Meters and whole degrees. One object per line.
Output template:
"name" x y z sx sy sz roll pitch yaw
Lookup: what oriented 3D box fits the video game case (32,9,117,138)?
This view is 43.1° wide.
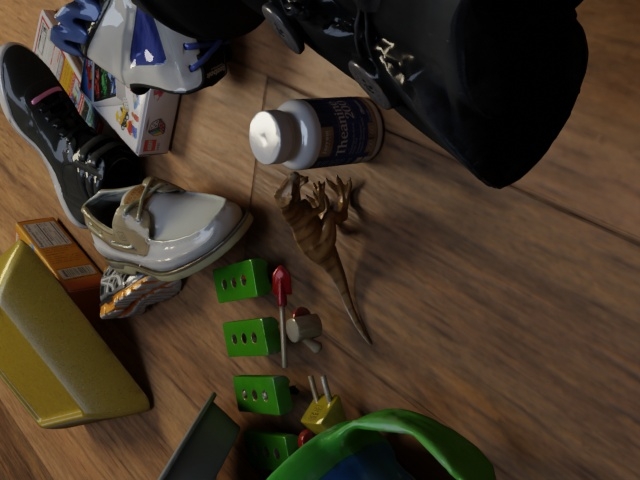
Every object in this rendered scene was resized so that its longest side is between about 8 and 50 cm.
"video game case" -0.418 -0.211 1.336 0.285 0.025 0.204 56 136 27

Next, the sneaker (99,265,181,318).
"sneaker" -0.270 0.055 1.171 0.215 0.084 0.083 -25 69 49

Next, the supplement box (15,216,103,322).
"supplement box" -0.446 0.049 1.387 0.233 0.080 0.078 40 128 40

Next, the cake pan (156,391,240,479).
"cake pan" -0.182 0.321 0.963 0.054 0.293 0.293 31 130 0

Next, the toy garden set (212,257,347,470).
"toy garden set" -0.038 0.138 0.922 0.204 0.049 0.244 -15 85 58

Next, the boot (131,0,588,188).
"boot" -0.001 -0.190 0.614 0.445 0.367 0.146 35 88 27

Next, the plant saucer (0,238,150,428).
"plant saucer" -0.468 0.188 1.340 0.333 0.081 0.332 -24 105 52

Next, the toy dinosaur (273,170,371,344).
"toy dinosaur" 0.000 0.000 0.822 0.064 0.112 0.211 -4 138 31

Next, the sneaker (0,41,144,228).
"sneaker" -0.347 -0.155 1.160 0.147 0.104 0.295 -4 118 41

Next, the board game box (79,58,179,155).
"board game box" -0.241 -0.291 1.075 0.193 0.053 0.305 45 130 36

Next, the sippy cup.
"sippy cup" 0.051 0.322 0.736 0.224 0.240 0.305 34 147 29

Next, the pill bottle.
"pill bottle" -0.005 -0.102 0.770 0.067 0.120 0.067 16 111 49

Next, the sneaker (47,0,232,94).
"sneaker" -0.155 -0.273 0.907 0.182 0.127 0.315 42 128 -10

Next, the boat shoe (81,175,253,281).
"boat shoe" -0.210 -0.020 1.020 0.302 0.113 0.103 -8 127 46
